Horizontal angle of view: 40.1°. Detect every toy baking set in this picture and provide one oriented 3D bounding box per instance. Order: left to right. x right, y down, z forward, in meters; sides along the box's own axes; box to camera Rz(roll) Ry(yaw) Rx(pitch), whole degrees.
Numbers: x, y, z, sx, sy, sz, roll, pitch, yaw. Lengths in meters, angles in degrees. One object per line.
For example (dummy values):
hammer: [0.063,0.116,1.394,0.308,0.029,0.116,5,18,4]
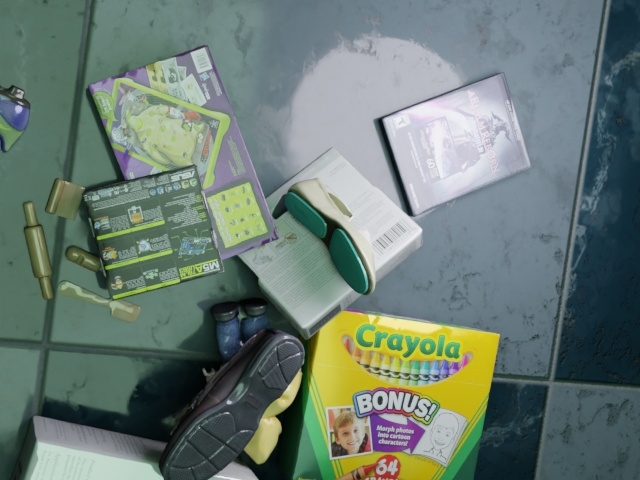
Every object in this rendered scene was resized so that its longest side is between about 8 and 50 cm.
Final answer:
toy baking set: [-0.381,0.021,1.451,0.197,0.030,0.256,-8,97,-20]

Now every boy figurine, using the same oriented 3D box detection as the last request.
boy figurine: [-0.112,0.246,1.534,0.177,0.092,0.285,-12,100,-9]

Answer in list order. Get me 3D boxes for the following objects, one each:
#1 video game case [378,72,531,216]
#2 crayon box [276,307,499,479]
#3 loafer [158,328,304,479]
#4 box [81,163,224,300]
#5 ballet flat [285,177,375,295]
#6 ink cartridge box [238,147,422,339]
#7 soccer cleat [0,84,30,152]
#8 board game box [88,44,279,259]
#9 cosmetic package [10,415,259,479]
video game case: [0.261,-0.185,1.674,0.274,0.026,0.196,-23,102,-16]
crayon box: [0.127,0.295,1.619,0.363,0.106,0.312,10,91,-20]
loafer: [-0.150,0.266,1.418,0.302,0.095,0.109,-48,123,-14]
box: [-0.269,-0.014,1.420,0.191,0.045,0.184,-15,99,-9]
ballet flat: [0.037,-0.015,1.476,0.086,0.086,0.248,-31,63,-15]
ink cartridge box: [0.000,0.000,1.544,0.275,0.060,0.239,-38,65,-13]
soccer cleat: [-0.590,-0.220,1.323,0.289,0.093,0.121,20,94,-20]
board game box: [-0.225,-0.127,1.463,0.208,0.056,0.346,-21,98,-13]
cosmetic package: [-0.313,0.444,1.447,0.385,0.156,0.217,19,88,-22]
